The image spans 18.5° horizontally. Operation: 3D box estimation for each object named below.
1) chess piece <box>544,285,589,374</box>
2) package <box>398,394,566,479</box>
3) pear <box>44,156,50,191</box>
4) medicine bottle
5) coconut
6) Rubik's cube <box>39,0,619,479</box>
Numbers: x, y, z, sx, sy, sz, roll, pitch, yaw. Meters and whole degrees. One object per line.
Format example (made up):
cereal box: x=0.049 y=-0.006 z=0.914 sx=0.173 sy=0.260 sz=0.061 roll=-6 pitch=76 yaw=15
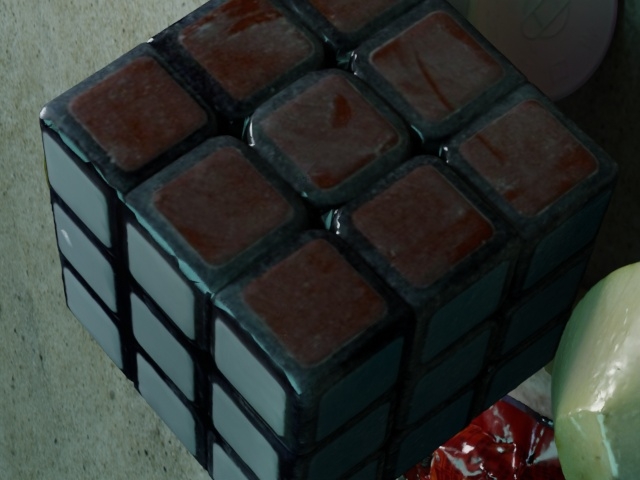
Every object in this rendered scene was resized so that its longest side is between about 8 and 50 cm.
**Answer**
chess piece: x=0.230 y=0.092 z=1.564 sx=0.200 sy=0.090 sz=0.090 roll=-142 pitch=47 yaw=-64
package: x=0.160 y=0.219 z=1.727 sx=0.269 sy=0.071 sz=0.194 roll=35 pitch=135 yaw=47
pear: x=-0.236 y=-0.084 z=2.215 sx=0.162 sy=0.149 sz=0.148 roll=-157 pitch=60 yaw=-63
medicine bottle: x=0.105 y=-0.198 z=1.582 sx=0.254 sy=0.152 sz=0.152 roll=22 pitch=119 yaw=57
coconut: x=0.269 y=0.122 z=1.321 sx=0.259 sy=0.259 sz=0.259 roll=29 pitch=125 yaw=53
Rubik's cube: x=0.000 y=0.000 z=1.477 sx=0.304 sy=0.305 sz=0.301 roll=48 pitch=159 yaw=22
